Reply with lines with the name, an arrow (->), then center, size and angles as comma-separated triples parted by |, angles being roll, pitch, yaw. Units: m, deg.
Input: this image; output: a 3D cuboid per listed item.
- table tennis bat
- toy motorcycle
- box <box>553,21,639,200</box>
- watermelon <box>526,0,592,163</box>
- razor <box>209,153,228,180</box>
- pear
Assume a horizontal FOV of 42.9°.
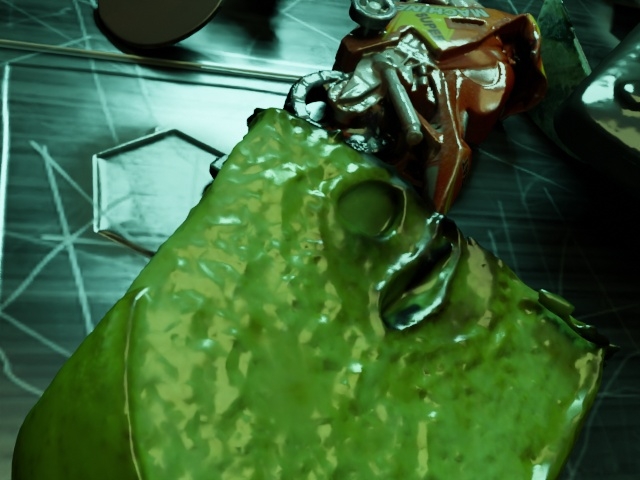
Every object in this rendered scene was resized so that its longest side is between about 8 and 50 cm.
table tennis bat -> -0.107, -0.215, 0.656 | 0.158, 0.014, 0.095 | -38, 72, -6
toy motorcycle -> 0.094, -0.135, 0.672 | 0.171, 0.089, 0.298 | 34, 49, 5
box -> 0.373, -0.090, 0.670 | 0.290, 0.073, 0.289 | 39, 57, 15
watermelon -> 0.233, -0.139, 0.752 | 0.094, 0.081, 0.180 | 6, 66, -39
razor -> 0.002, -0.004, 0.570 | 0.190, 0.033, 0.066 | 36, 48, 8
pear -> -0.006, 0.101, 0.408 | 0.238, 0.164, 0.255 | 35, 53, -7
